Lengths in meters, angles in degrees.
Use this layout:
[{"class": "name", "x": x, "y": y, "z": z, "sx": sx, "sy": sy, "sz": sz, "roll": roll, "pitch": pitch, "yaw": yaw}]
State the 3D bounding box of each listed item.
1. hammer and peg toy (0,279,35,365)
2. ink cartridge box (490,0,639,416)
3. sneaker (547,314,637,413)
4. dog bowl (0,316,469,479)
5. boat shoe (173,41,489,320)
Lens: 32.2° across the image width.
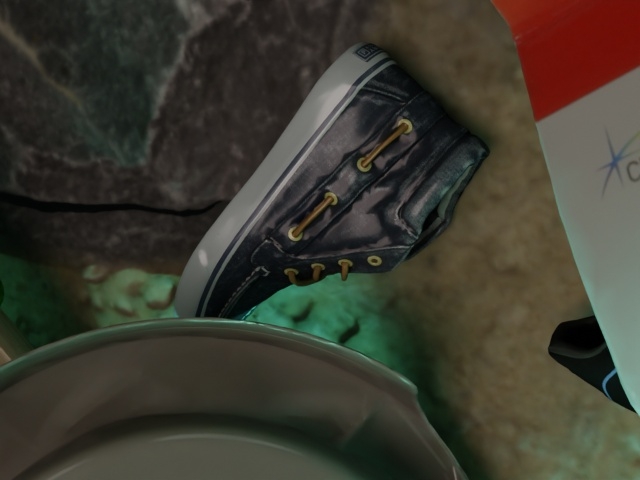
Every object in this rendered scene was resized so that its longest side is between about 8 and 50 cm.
[{"class": "hammer and peg toy", "x": -0.316, "y": 0.048, "z": 0.636, "sx": 0.266, "sy": 0.127, "sz": 0.361, "roll": -34, "pitch": 100, "yaw": 27}, {"class": "ink cartridge box", "x": 0.190, "y": -0.058, "z": 0.287, "sx": 0.308, "sy": 0.091, "sz": 0.385, "roll": -29, "pitch": 106, "yaw": 42}, {"class": "sneaker", "x": 0.166, "y": -0.026, "z": 0.443, "sx": 0.090, "sy": 0.081, "sz": 0.232, "roll": 22, "pitch": 114, "yaw": 12}, {"class": "dog bowl", "x": -0.060, "y": 0.207, "z": 0.516, "sx": 0.349, "sy": 0.102, "sz": 0.348, "roll": 0, "pitch": 90, "yaw": -9}, {"class": "boat shoe", "x": 0.000, "y": 0.000, "z": 0.540, "sx": 0.083, "sy": 0.065, "sz": 0.183, "roll": 42, "pitch": 117, "yaw": 12}]
